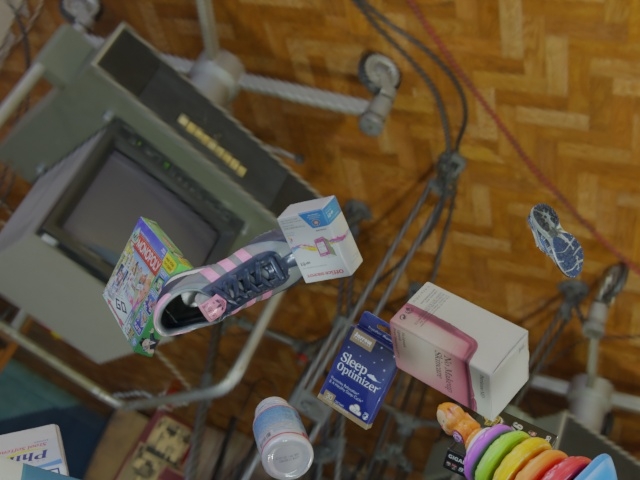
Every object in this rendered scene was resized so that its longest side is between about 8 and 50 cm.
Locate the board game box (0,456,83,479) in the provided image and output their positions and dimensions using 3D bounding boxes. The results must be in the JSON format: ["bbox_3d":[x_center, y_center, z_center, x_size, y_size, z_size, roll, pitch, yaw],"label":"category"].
[{"bbox_3d":[-0.233,0.358,0.744,0.254,0.336,0.079,28,136,-33],"label":"board game box"}]

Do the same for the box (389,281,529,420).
[{"bbox_3d":[0.263,0.207,1.777,0.232,0.127,0.148,27,146,34],"label":"box"}]

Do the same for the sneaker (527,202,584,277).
[{"bbox_3d":[0.391,0.002,1.571,0.135,0.052,0.058,63,164,7],"label":"sneaker"}]

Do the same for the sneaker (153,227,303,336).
[{"bbox_3d":[-0.142,0.083,1.582,0.319,0.131,0.112,-26,110,21],"label":"sneaker"}]

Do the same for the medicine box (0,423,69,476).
[{"bbox_3d":[-0.568,0.508,1.666,0.149,0.264,0.289,-137,40,-64],"label":"medicine box"}]

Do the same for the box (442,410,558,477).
[{"bbox_3d":[0.373,0.434,1.938,0.175,0.220,0.051,22,116,22],"label":"box"}]

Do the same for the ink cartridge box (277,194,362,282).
[{"bbox_3d":[0.000,0.000,1.480,0.089,0.052,0.122,-11,115,32],"label":"ink cartridge box"}]

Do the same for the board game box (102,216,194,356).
[{"bbox_3d":[-0.388,0.095,2.090,0.046,0.213,0.317,23,-172,-31],"label":"board game box"}]

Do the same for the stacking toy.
[{"bbox_3d":[0.287,0.344,1.448,0.302,0.166,0.175,36,153,38],"label":"stacking toy"}]

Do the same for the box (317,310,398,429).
[{"bbox_3d":[0.097,0.281,2.058,0.136,0.225,0.036,30,-168,25],"label":"box"}]

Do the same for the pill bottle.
[{"bbox_3d":[-0.069,0.334,1.614,0.087,0.087,0.160,40,-174,-22],"label":"pill bottle"}]
